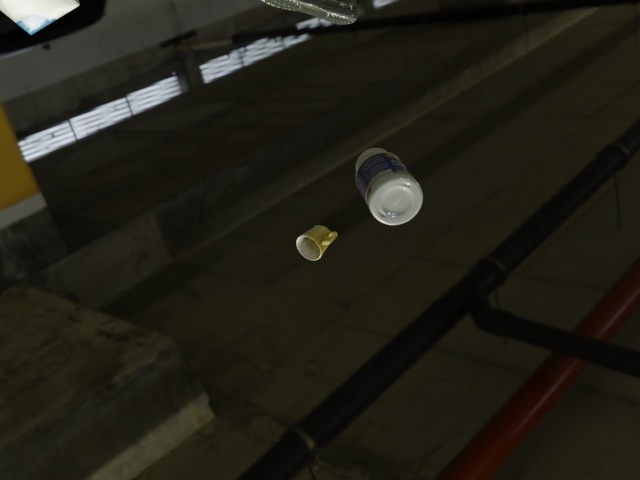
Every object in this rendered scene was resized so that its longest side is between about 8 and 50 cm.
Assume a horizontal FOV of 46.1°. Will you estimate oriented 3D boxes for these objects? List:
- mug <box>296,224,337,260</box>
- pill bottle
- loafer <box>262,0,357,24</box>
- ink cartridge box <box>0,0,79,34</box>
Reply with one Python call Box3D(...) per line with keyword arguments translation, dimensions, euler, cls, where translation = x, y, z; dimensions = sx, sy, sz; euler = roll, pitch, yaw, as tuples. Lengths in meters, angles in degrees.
Box3D(translation=(-0.002, 0.002, 1.588), dimensions=(0.078, 0.062, 0.064), euler=(20, -138, 26), cls="mug")
Box3D(translation=(0.134, -0.121, 1.564), dimensions=(0.112, 0.112, 0.187), euler=(-18, -149, -3), cls="pill bottle")
Box3D(translation=(-0.037, -0.525, 1.568), dimensions=(0.251, 0.087, 0.094), euler=(12, -178, -23), cls="loafer")
Box3D(translation=(-0.613, -0.534, 1.507), dimensions=(0.134, 0.231, 0.078), euler=(-26, -118, 12), cls="ink cartridge box")
